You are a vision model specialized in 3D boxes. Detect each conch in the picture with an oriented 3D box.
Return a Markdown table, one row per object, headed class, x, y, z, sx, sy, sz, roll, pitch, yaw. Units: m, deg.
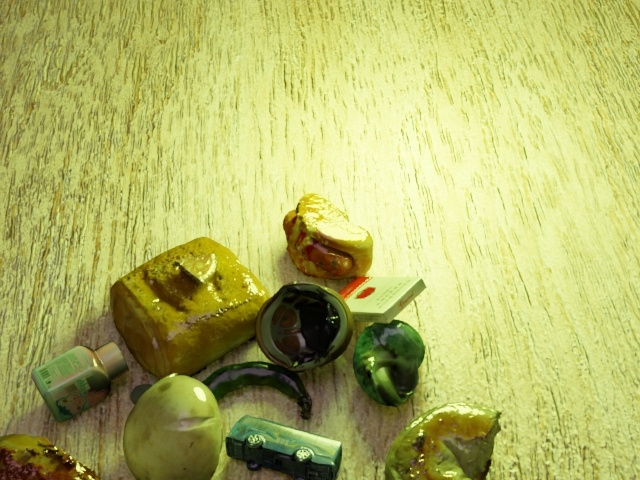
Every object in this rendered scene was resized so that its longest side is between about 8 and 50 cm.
| class | x | y | z | sx | sy | sz | roll | pitch | yaw |
| --- | --- | --- | --- | --- | --- | --- | --- | --- | --- |
| conch | 0.152 | 0.260 | 2.050 | 0.188 | 0.122 | 0.176 | -38 | 70 | -23 |

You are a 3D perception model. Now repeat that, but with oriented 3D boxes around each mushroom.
| class | x | y | z | sx | sy | sz | roll | pitch | yaw |
| --- | --- | --- | --- | --- | --- | --- | --- | --- | --- |
| mushroom | -0.290 | 0.390 | 1.913 | 0.184 | 0.255 | 0.255 | 14 | 38 | -32 |

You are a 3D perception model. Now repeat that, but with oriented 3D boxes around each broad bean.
| class | x | y | z | sx | sy | sz | roll | pitch | yaw |
| --- | --- | --- | --- | --- | --- | --- | --- | --- | --- |
| broad bean | -0.159 | 0.326 | 2.061 | 0.292 | 0.049 | 0.144 | 0 | 51 | 3 |

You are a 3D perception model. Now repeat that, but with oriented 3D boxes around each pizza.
| class | x | y | z | sx | sy | sz | roll | pitch | yaw |
| --- | --- | --- | --- | --- | --- | --- | --- | --- | --- |
| pizza | -0.269 | 0.060 | 2.145 | 0.100 | 0.029 | 0.099 | 32 | 43 | 28 |

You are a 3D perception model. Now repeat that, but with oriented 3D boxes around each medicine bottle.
| class | x | y | z | sx | sy | sz | roll | pitch | yaw |
| --- | --- | --- | --- | --- | --- | --- | --- | --- | --- |
| medicine bottle | -0.520 | 0.299 | 2.068 | 0.188 | 0.119 | 0.094 | -29 | 48 | -19 |

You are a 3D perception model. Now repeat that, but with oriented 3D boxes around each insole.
| class | x | y | z | sx | sy | sz | roll | pitch | yaw |
| --- | --- | --- | --- | --- | --- | --- | --- | --- | --- |
| insole | -0.341 | 0.351 | 2.054 | 0.188 | 0.004 | 0.064 | 10 | 62 | 30 |

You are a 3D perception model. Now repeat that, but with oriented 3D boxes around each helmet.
| class | x | y | z | sx | sy | sz | roll | pitch | yaw |
| --- | --- | --- | --- | --- | --- | --- | --- | --- | --- |
| helmet | -0.020 | 0.191 | 2.094 | 0.224 | 0.130 | 0.198 | -12 | 77 | 31 |

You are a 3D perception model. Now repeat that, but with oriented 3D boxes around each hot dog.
| class | x | y | z | sx | sy | sz | roll | pitch | yaw |
| --- | --- | --- | --- | --- | --- | --- | --- | --- | --- |
| hot dog | 0.000 | 0.000 | 2.291 | 0.153 | 0.150 | 0.257 | -26 | 49 | -32 |

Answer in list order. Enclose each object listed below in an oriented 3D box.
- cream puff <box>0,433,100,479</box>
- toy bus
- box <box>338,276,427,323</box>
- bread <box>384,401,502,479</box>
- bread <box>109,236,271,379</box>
| class | x | y | z | sx | sy | sz | roll | pitch | yaw |
| --- | --- | --- | --- | --- | --- | --- | --- | --- | --- |
| cream puff | -0.512 | 0.514 | 1.747 | 0.350 | 0.350 | 0.228 | 26 | 61 | 26 |
| toy bus | -0.074 | 0.432 | 1.945 | 0.236 | 0.079 | 0.094 | 13 | 34 | 16 |
| box | 0.116 | 0.132 | 2.136 | 0.139 | 0.035 | 0.245 | -40 | 20 | -27 |
| bread | 0.222 | 0.453 | 1.830 | 0.192 | 0.171 | 0.314 | 12 | 49 | 18 |
| bread | -0.311 | 0.134 | 2.183 | 0.337 | 0.148 | 0.328 | -27 | 51 | -20 |
